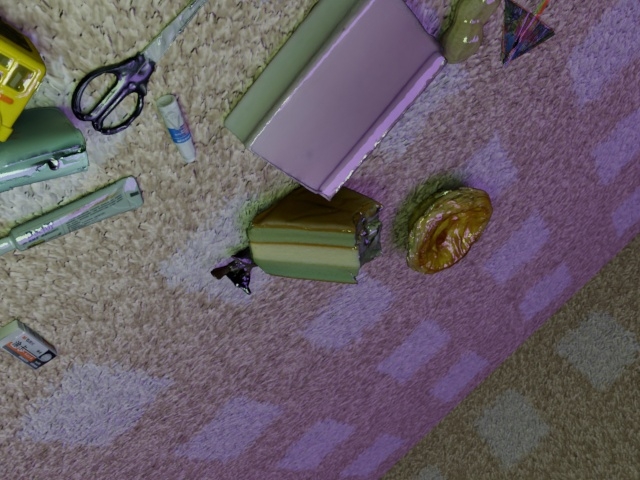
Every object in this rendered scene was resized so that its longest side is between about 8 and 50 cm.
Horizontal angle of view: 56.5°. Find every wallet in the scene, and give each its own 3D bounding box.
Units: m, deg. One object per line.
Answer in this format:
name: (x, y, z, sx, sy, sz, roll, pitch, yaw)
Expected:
wallet: (-0.452, -0.108, 0.794, 0.250, 0.176, 0.075, -21, 125, -25)

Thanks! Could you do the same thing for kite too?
kite: (0.461, -0.478, 1.344, 0.241, 0.014, 0.183, 13, 117, -45)

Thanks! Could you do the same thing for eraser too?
eraser: (-0.556, 0.199, 1.127, 0.052, 0.029, 0.122, -34, 142, -9)
eraser: (0.036, -0.275, 1.097, 0.359, 0.122, 0.272, -51, 140, 11)

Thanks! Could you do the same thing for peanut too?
peanut: (0.300, -0.438, 1.188, 0.082, 0.082, 0.187, -5, 131, -38)

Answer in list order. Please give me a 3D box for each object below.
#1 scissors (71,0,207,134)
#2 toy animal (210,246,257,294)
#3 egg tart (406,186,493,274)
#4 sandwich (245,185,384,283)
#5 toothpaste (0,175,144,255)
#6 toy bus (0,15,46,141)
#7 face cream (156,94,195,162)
scissors: (-0.256, -0.285, 0.912, 0.300, 0.022, 0.109, -45, 146, 5)
toy animal: (-0.139, 0.038, 1.297, 0.202, 0.070, 0.105, -36, 143, -12)
egg tart: (0.323, -0.038, 1.580, 0.294, 0.116, 0.295, -25, 140, -23)
sandwich: (0.000, 0.000, 1.228, 0.227, 0.198, 0.155, -32, 134, -30)
toothpaste: (-0.424, -0.035, 1.003, 0.255, 0.037, 0.067, -27, 135, -22)
toy bus: (-0.490, -0.242, 0.654, 0.152, 0.144, 0.330, -48, 143, 10)
face cream: (-0.241, -0.186, 1.013, 0.034, 0.034, 0.130, -30, 142, -14)
